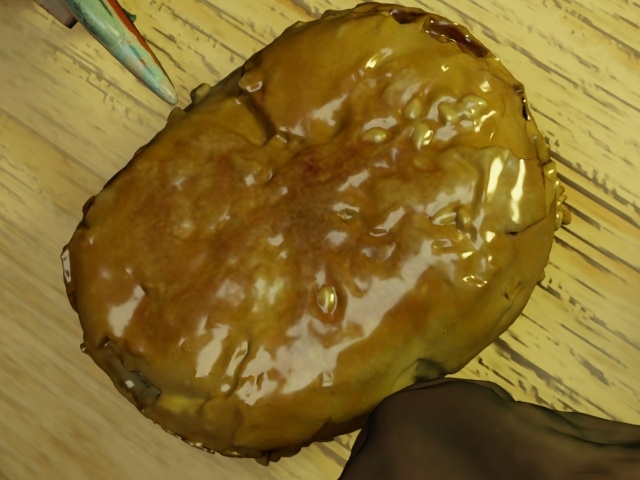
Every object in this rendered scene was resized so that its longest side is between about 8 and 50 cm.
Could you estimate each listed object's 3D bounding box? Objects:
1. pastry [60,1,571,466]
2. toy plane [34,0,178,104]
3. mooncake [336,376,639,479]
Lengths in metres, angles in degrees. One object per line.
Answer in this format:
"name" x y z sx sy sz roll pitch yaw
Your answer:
"pastry" 0.000 0.000 1.221 0.311 0.162 0.255 -32 64 5
"toy plane" -0.189 -0.207 1.348 0.223 0.104 0.326 -44 76 12
"mooncake" 0.169 0.224 1.051 0.381 0.212 0.351 -12 57 18
